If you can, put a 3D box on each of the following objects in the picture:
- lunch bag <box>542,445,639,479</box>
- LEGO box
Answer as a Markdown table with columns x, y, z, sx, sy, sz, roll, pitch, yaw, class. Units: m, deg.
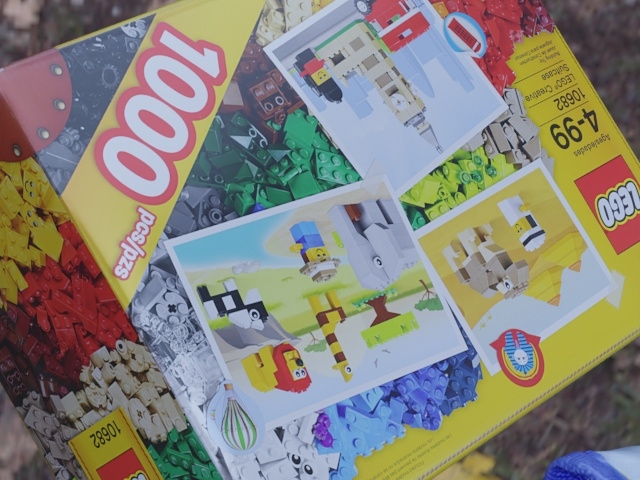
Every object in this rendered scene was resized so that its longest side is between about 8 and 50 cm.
| x | y | z | sx | sy | sz | roll | pitch | yaw | class |
| --- | --- | --- | --- | --- | --- | --- | --- | --- | --- |
| 0.276 | 0.235 | 0.703 | 0.328 | 0.239 | 0.385 | -8 | 45 | -37 | lunch bag |
| 0.000 | 0.000 | 1.395 | 0.500 | 0.193 | 0.372 | -28 | 86 | -41 | LEGO box |
